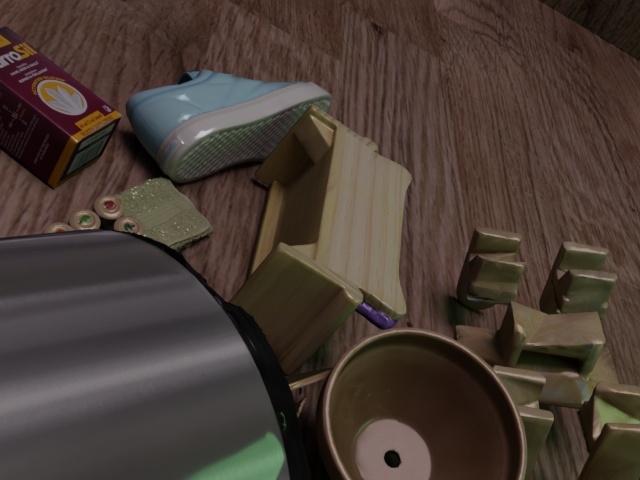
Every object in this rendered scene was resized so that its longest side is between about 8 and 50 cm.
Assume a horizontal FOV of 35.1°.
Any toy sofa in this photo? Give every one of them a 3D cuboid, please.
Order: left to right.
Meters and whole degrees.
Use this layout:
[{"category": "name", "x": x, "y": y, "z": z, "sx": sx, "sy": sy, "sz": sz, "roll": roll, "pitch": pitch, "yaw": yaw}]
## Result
[{"category": "toy sofa", "x": 0.000, "y": 0.000, "z": 1.294, "sx": 0.177, "sy": 0.150, "sz": 0.362, "roll": 32, "pitch": 33, "yaw": -16}]

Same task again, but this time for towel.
[{"category": "towel", "x": -0.205, "y": -0.027, "z": 1.248, "sx": 0.110, "sy": 0.027, "sz": 0.148, "roll": 42, "pitch": 33, "yaw": 9}]

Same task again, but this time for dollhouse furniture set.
[{"category": "dollhouse furniture set", "x": 0.370, "y": 0.215, "z": 1.377, "sx": 0.394, "sy": 0.256, "sz": 0.362, "roll": 9, "pitch": 37, "yaw": -4}]

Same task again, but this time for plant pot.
[{"category": "plant pot", "x": 0.097, "y": 0.224, "z": 1.111, "sx": 0.237, "sy": 0.110, "sz": 0.237, "roll": 10, "pitch": 57, "yaw": -16}]

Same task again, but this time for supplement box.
[{"category": "supplement box", "x": -0.354, "y": -0.165, "z": 1.230, "sx": 0.188, "sy": 0.081, "sz": 0.104, "roll": 38, "pitch": 33, "yaw": 2}]

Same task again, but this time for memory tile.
[{"category": "memory tile", "x": -0.234, "y": 0.016, "z": 1.152, "sx": 0.148, "sy": 0.012, "sz": 0.113, "roll": 45, "pitch": 50, "yaw": 12}]

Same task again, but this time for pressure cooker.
[{"category": "pressure cooker", "x": -0.262, "y": 0.182, "z": 0.622, "sx": 0.420, "sy": 0.370, "sz": 0.375, "roll": -7, "pitch": 49, "yaw": -52}]

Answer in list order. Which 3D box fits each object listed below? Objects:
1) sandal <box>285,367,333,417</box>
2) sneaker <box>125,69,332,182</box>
[{"category": "sandal", "x": -0.079, "y": 0.199, "z": 1.064, "sx": 0.240, "sy": 0.088, "sz": 0.079, "roll": -10, "pitch": 86, "yaw": -41}, {"category": "sneaker", "x": -0.123, "y": -0.196, "z": 1.438, "sx": 0.150, "sy": 0.135, "sz": 0.366, "roll": 48, "pitch": 33, "yaw": 14}]
